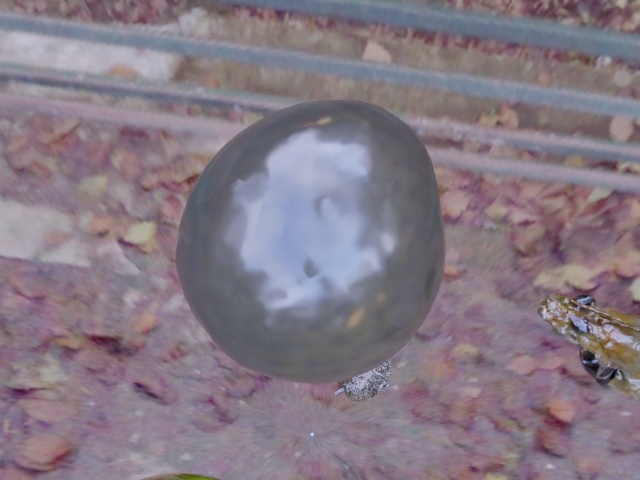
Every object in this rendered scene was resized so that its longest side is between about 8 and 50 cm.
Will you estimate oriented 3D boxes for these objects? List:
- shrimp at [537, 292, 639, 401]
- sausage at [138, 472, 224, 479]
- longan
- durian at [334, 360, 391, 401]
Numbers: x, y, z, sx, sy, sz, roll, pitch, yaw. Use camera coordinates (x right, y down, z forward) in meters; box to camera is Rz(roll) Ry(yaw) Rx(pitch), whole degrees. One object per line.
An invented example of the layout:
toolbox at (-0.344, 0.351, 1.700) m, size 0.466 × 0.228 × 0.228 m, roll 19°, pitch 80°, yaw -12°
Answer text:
shrimp at (0.308, 0.116, 1.208) m, size 0.287 × 0.152 × 0.063 m, roll 23°, pitch 67°, yaw -24°
sausage at (-0.021, 0.143, 0.410) m, size 0.125 × 0.317 × 0.117 m, roll -36°, pitch 63°, yaw 6°
longan at (0.000, 0.000, 1.033) m, size 0.248 × 0.248 × 0.248 m, roll 0°, pitch 81°, yaw 0°
durian at (0.053, 0.180, 1.653) m, size 0.091 × 0.080 × 0.080 m, roll -34°, pitch 83°, yaw -9°
